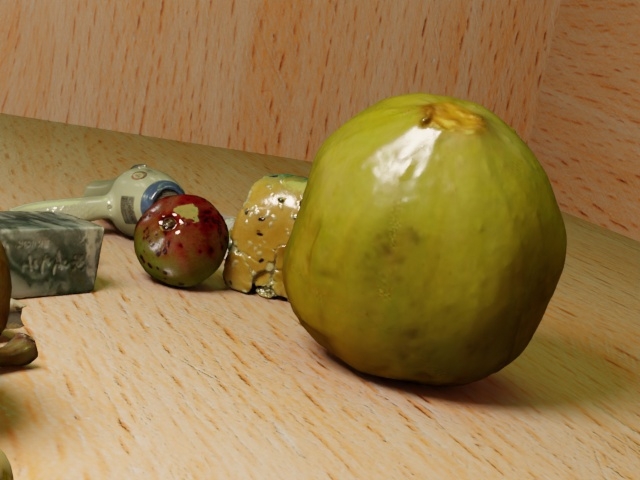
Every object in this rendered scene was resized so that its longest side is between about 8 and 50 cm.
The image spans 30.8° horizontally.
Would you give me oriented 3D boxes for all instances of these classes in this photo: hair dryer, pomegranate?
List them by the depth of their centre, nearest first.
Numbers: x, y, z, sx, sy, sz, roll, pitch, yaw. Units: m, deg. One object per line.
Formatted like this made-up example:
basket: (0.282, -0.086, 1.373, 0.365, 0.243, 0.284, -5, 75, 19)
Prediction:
pomegranate: (-0.176, 0.001, 1.583, 0.129, 0.130, 0.159, 18, 7, 33)
hair dryer: (-0.369, -0.059, 1.840, 0.298, 0.119, 0.296, -4, 6, -11)

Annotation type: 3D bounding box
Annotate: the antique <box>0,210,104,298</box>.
antique: (-0.350, 0.015, 1.403, 0.086, 0.088, 0.183, 19, 13, 32)

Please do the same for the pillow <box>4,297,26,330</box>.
pillow: (-0.433, 0.055, 1.192, 0.229, 0.050, 0.148, 13, 0, 29)

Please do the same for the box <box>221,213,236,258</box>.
box: (-0.126, -0.001, 1.856, 0.129, 0.051, 0.130, 13, 9, 14)

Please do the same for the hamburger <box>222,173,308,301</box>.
hamburger: (0.000, 0.000, 1.643, 0.287, 0.192, 0.168, 12, 20, 4)

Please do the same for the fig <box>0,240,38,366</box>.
fig: (-0.326, 0.067, 0.980, 0.216, 0.217, 0.321, 16, -16, 26)

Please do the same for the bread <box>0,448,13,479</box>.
bread: (-0.284, 0.132, 0.696, 0.213, 0.105, 0.213, 25, -11, 5)

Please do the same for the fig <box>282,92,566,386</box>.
fig: (0.122, -0.011, 1.323, 0.343, 0.344, 0.343, 11, 10, -2)
